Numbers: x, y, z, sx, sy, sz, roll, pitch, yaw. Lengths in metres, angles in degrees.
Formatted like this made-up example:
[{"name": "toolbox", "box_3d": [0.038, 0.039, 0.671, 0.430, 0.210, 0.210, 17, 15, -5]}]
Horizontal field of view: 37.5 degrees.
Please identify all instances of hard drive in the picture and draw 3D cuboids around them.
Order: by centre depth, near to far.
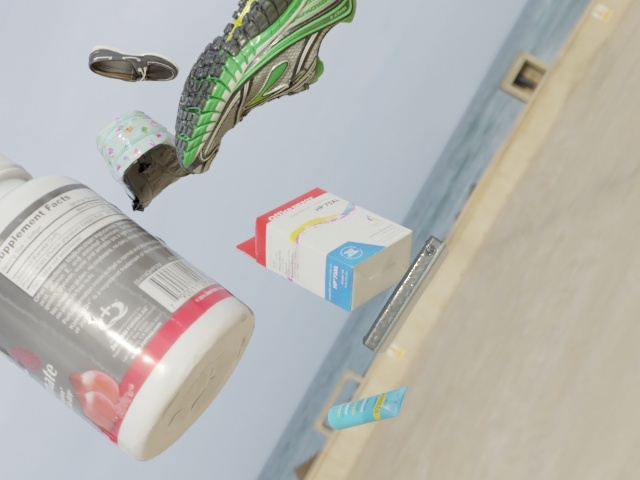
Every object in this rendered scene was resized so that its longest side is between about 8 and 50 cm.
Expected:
[{"name": "hard drive", "box_3d": [0.093, 0.060, 1.017, 0.135, 0.022, 0.094, -57, -11, 0]}]

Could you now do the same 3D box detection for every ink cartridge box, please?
[{"name": "ink cartridge box", "box_3d": [0.000, 0.000, 1.346, 0.134, 0.231, 0.078, -29, -47, -40]}]

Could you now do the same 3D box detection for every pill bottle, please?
[{"name": "pill bottle", "box_3d": [-0.235, 0.049, 0.901, 0.176, 0.318, 0.176, -52, -12, -16]}]

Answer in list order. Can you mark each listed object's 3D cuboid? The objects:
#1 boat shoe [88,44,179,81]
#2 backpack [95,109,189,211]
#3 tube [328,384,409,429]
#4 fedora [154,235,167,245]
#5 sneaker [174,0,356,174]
[{"name": "boat shoe", "box_3d": [-0.263, -0.242, 1.322, 0.038, 0.125, 0.046, -89, 16, -46]}, {"name": "backpack", "box_3d": [-0.307, -0.142, 1.617, 0.152, 0.115, 0.182, -45, -13, -4]}, {"name": "tube", "box_3d": [0.102, 0.355, 1.972, 0.207, 0.052, 0.080, -25, 33, 44]}, {"name": "fedora", "box_3d": [-0.359, 0.077, 1.822, 0.194, 0.079, 0.194, 8, -90, -68]}, {"name": "sneaker", "box_3d": [-0.077, -0.221, 1.260, 0.343, 0.146, 0.134, -51, 28, 15]}]
